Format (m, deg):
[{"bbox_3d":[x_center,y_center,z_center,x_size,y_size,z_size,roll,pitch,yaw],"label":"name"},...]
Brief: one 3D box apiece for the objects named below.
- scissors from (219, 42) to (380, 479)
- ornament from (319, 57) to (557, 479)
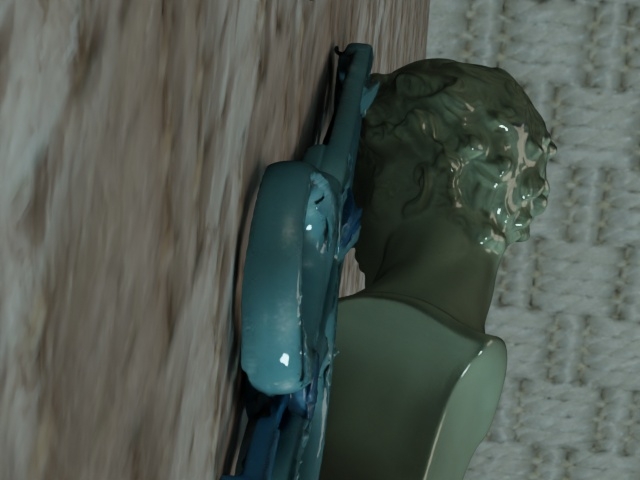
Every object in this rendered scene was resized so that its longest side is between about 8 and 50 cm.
[{"bbox_3d":[0.001,0.000,0.793,0.393,0.032,0.180,-76,171,-61],"label":"scissors"},{"bbox_3d":[0.059,0.025,0.961,0.120,0.130,0.285,63,31,-57],"label":"ornament"}]
